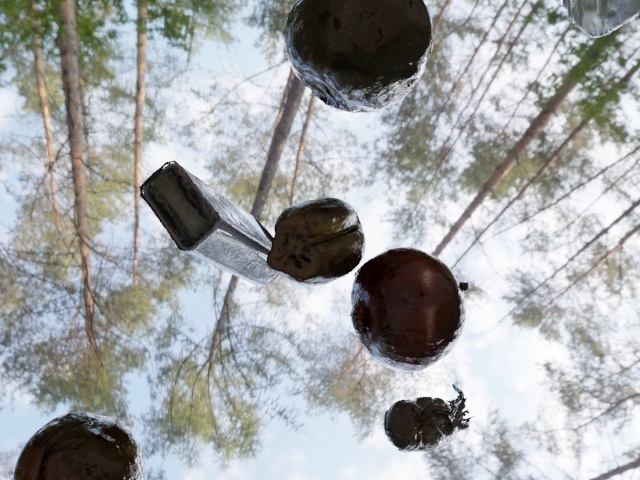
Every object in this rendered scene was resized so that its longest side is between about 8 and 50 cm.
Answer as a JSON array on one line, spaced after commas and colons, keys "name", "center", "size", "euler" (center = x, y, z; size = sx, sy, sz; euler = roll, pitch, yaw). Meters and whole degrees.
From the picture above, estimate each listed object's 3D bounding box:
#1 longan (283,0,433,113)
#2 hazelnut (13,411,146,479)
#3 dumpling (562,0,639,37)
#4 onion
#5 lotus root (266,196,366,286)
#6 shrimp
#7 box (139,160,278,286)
[{"name": "longan", "center": [0.105, -0.562, 1.725], "size": [0.404, 0.436, 0.403], "euler": [7, -101, -42]}, {"name": "hazelnut", "center": [-0.391, 0.388, 0.961], "size": [0.208, 0.208, 0.208], "euler": [7, -122, -11]}, {"name": "dumpling", "center": [0.227, -0.259, 0.502], "size": [0.143, 0.172, 0.247], "euler": [-13, -154, 3]}, {"name": "onion", "center": [0.178, 0.147, 1.298], "size": [0.277, 0.276, 0.276], "euler": [7, -122, -11]}, {"name": "lotus root", "center": [0.009, -0.001, 1.316], "size": [0.193, 0.193, 0.291], "euler": [41, -155, 11]}, {"name": "shrimp", "center": [0.139, 0.218, 0.735], "size": [0.190, 0.075, 0.073], "euler": [11, -90, -41]}, {"name": "box", "center": [-0.212, -0.025, 1.278], "size": [0.112, 0.370, 0.190], "euler": [-43, -112, 2]}]
